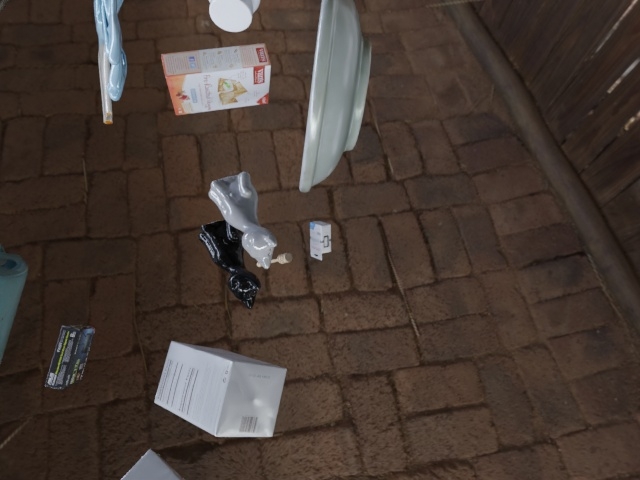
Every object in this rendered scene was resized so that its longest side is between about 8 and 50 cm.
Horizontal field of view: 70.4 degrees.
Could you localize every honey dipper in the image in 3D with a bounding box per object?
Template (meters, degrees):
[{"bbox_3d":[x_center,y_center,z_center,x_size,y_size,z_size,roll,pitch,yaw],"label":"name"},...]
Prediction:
[{"bbox_3d":[-0.149,0.064,1.422,0.031,0.161,0.030,11,73,-40],"label":"honey dipper"}]

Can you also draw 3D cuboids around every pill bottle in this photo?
[{"bbox_3d":[-0.170,-0.512,0.901,0.108,0.108,0.180,5,66,-6],"label":"pill bottle"}]

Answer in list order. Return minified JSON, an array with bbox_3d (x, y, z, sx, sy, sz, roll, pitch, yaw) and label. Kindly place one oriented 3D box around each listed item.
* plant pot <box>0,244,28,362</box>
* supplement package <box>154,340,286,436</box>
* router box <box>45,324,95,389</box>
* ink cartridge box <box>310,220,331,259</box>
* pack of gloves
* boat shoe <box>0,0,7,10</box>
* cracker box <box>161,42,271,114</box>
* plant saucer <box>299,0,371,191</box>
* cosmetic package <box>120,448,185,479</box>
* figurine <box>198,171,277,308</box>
[{"bbox_3d":[-0.621,0.154,0.654,0.341,0.341,0.333,24,91,4],"label":"plant pot"},{"bbox_3d":[-0.209,0.298,0.928,0.139,0.244,0.133,23,73,-41],"label":"supplement package"},{"bbox_3d":[-0.516,0.238,0.941,0.038,0.092,0.122,12,81,-5],"label":"router box"},{"bbox_3d":[0.000,0.000,1.060,0.028,0.048,0.083,-10,108,-33],"label":"ink cartridge box"},{"bbox_3d":[-0.221,-0.258,0.498,0.046,0.195,0.231,-6,97,-28],"label":"pack of gloves"},{"bbox_3d":[-0.566,-0.320,0.545,0.324,0.120,0.122,-22,70,-11],"label":"boat shoe"},{"bbox_3d":[-0.238,-0.375,1.067,0.233,0.155,0.067,-12,77,-12],"label":"cracker box"},{"bbox_3d":[0.029,-0.287,0.882,0.101,0.400,0.400,7,62,-3],"label":"plant saucer"},{"bbox_3d":[-0.320,0.586,0.998,0.238,0.127,0.107,26,57,26],"label":"cosmetic package"},{"bbox_3d":[-0.160,0.002,0.928,0.092,0.214,0.209,-10,53,-33],"label":"figurine"}]
